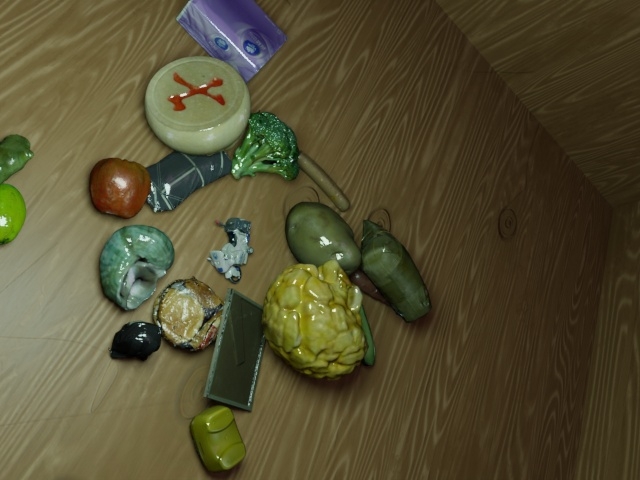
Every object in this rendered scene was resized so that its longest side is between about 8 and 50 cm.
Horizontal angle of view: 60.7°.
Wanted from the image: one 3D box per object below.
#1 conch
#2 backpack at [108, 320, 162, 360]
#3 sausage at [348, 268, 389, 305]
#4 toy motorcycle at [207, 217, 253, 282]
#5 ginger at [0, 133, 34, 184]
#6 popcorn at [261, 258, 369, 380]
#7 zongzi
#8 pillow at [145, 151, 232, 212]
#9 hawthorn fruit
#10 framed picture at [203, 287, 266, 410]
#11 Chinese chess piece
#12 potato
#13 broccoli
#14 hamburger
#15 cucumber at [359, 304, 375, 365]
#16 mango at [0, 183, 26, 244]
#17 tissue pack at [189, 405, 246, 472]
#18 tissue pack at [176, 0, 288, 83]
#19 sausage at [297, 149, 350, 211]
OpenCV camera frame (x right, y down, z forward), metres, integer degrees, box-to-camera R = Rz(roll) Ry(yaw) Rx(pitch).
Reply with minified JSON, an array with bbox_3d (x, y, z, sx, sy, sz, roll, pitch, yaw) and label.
[{"bbox_3d":[-0.527,0.055,1.600,0.277,0.195,0.220,-67,140,-55],"label":"conch"},{"bbox_3d":[-0.511,0.277,1.544,0.120,0.165,0.106,22,54,-34],"label":"backpack"},{"bbox_3d":[0.272,0.216,2.190,0.433,0.088,0.088,29,61,-26],"label":"sausage"},{"bbox_3d":[-0.297,0.022,1.823,0.150,0.102,0.221,32,60,-49],"label":"toy motorcycle"},{"bbox_3d":[-0.881,-0.187,1.434,0.290,0.137,0.089,-49,137,-32],"label":"ginger"},{"bbox_3d":[-0.031,0.267,1.785,0.353,0.344,0.391,-6,88,-42],"label":"popcorn"},{"bbox_3d":[0.282,0.109,2.125,0.356,0.174,0.393,54,11,-18],"label":"zongzi"},{"bbox_3d":[-0.439,-0.218,1.775,0.335,0.092,0.161,-38,86,-32],"label":"pillow"},{"bbox_3d":[-0.589,-0.155,1.609,0.189,0.189,0.189,11,70,-34],"label":"hawthorn fruit"},{"bbox_3d":[-0.255,0.349,1.729,0.247,0.022,0.335,43,50,-54],"label":"framed picture"},{"bbox_3d":[-0.392,-0.433,1.759,0.337,0.141,0.338,1,62,-2],"label":"Chinese chess piece"},{"bbox_3d":[0.000,0.000,1.938,0.326,0.221,0.243,54,19,15],"label":"potato"},{"bbox_3d":[-0.200,-0.305,1.925,0.268,0.254,0.269,0,79,2],"label":"broccoli"},{"bbox_3d":[-0.404,0.228,1.674,0.230,0.106,0.231,9,73,-31],"label":"hamburger"},{"bbox_3d":[0.138,0.359,2.060,0.115,0.063,0.244,-13,84,-47],"label":"cucumber"},{"bbox_3d":[-0.844,-0.073,1.440,0.119,0.100,0.179,14,58,-29],"label":"mango"},{"bbox_3d":[-0.311,0.589,1.626,0.123,0.127,0.178,-19,89,-46],"label":"tissue pack"},{"bbox_3d":[-0.318,-0.776,1.995,0.338,0.160,0.242,43,55,-20],"label":"tissue pack"},{"bbox_3d":[0.010,-0.231,2.141,0.301,0.065,0.066,45,55,-19],"label":"sausage"}]
